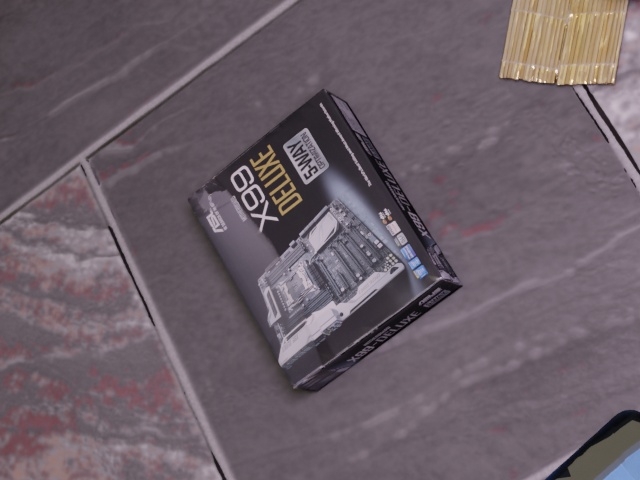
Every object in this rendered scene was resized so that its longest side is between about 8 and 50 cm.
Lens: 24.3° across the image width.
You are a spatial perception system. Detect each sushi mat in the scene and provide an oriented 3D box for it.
[{"bbox_3d":[0.317,-0.345,1.835,0.151,0.019,0.316,9,85,26],"label":"sushi mat"}]

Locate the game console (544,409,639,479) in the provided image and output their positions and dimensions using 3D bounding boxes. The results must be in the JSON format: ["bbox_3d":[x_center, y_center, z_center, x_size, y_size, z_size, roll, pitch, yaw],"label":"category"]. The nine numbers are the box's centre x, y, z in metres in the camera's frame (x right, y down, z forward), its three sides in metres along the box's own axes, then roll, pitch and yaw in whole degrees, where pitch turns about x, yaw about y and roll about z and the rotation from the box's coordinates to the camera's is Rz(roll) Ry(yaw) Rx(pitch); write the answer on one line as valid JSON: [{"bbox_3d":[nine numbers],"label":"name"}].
[{"bbox_3d":[0.326,0.365,1.622,0.293,0.250,0.173,49,130,25],"label":"game console"}]

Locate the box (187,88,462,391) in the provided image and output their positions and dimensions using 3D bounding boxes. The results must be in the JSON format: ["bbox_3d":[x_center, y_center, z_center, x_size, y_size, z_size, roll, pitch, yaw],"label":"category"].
[{"bbox_3d":[0.000,0.000,1.897,0.242,0.076,0.307,-37,67,16],"label":"box"}]
